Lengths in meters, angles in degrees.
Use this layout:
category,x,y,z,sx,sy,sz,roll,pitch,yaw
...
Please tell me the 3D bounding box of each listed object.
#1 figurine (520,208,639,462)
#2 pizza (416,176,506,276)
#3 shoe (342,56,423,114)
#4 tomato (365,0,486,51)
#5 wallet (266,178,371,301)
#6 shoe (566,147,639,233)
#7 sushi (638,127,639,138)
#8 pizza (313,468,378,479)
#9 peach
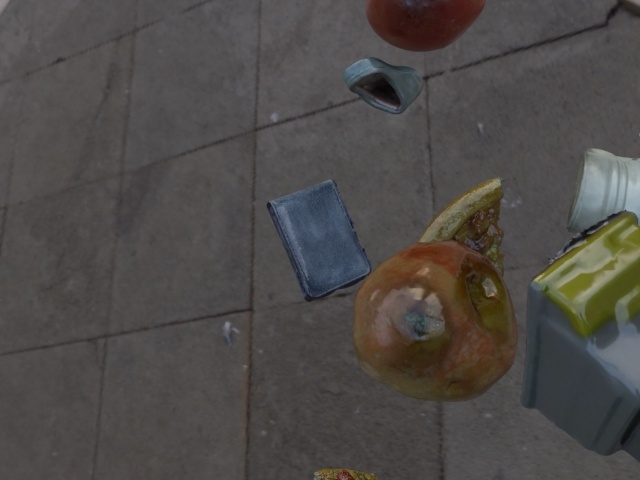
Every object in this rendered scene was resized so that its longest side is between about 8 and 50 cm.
category,x,y,z,sx,sy,sz,roll,pitch,yaw
figurine,0.255,0.114,0.358,0.285,0.342,0.167,44,136,40
pizza,0.240,0.033,1.224,0.292,0.197,0.058,-54,34,7
shoe,0.103,-0.227,1.130,0.079,0.195,0.078,-22,77,29
tomato,0.177,-0.411,1.230,0.199,0.112,0.228,19,126,3
wallet,-0.001,0.000,1.473,0.036,0.167,0.222,-24,89,59
shoe,0.412,-0.052,0.960,0.159,0.316,0.124,11,99,22
sushi,0.637,-0.148,1.180,0.210,0.193,0.040,-31,17,-4
pizza,0.036,0.305,0.911,0.083,0.078,0.025,8,105,-9
peach,0.141,0.107,0.927,0.214,0.235,0.214,-1,87,23
